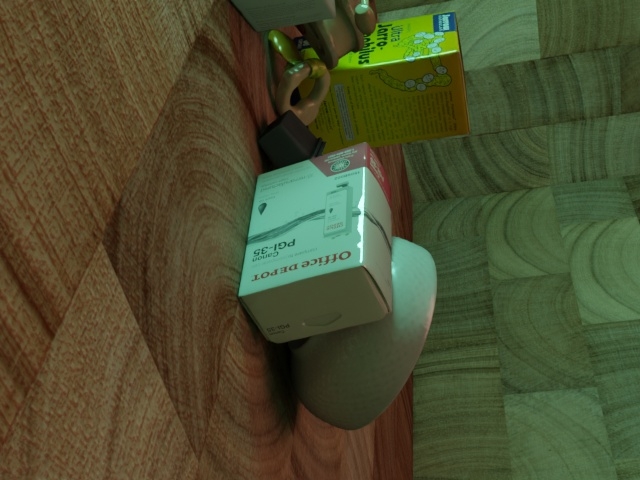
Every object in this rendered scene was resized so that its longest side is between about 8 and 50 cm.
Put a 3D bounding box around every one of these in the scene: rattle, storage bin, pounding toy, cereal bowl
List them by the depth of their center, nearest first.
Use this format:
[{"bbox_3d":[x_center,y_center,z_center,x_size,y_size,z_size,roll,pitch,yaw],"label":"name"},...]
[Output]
[{"bbox_3d":[0.044,0.135,1.487,0.339,0.141,0.339,-53,-160,30],"label":"cereal bowl"},{"bbox_3d":[-0.059,-0.166,1.570,0.091,0.098,0.135,51,20,-13],"label":"storage bin"},{"bbox_3d":[0.033,-0.438,1.703,0.269,0.155,0.154,47,-13,38],"label":"pounding toy"},{"bbox_3d":[-0.065,-0.283,1.740,0.130,0.142,0.200,-50,159,-31],"label":"rattle"}]

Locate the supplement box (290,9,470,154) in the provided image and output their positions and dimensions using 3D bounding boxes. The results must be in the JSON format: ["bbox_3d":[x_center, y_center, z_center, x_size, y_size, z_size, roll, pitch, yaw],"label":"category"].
[{"bbox_3d":[0.124,-0.329,1.879,0.194,0.356,0.195,-84,163,-51],"label":"supplement box"}]

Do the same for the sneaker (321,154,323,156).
[{"bbox_3d":[-0.004,-0.096,1.712,0.235,0.097,0.084,-70,171,-59],"label":"sneaker"}]

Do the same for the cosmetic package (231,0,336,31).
[{"bbox_3d":[-0.068,-0.464,1.516,0.183,0.151,0.151,26,57,-78],"label":"cosmetic package"}]

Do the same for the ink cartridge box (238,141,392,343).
[{"bbox_3d":[0.000,0.000,1.394,0.283,0.207,0.117,-86,154,-46],"label":"ink cartridge box"}]
